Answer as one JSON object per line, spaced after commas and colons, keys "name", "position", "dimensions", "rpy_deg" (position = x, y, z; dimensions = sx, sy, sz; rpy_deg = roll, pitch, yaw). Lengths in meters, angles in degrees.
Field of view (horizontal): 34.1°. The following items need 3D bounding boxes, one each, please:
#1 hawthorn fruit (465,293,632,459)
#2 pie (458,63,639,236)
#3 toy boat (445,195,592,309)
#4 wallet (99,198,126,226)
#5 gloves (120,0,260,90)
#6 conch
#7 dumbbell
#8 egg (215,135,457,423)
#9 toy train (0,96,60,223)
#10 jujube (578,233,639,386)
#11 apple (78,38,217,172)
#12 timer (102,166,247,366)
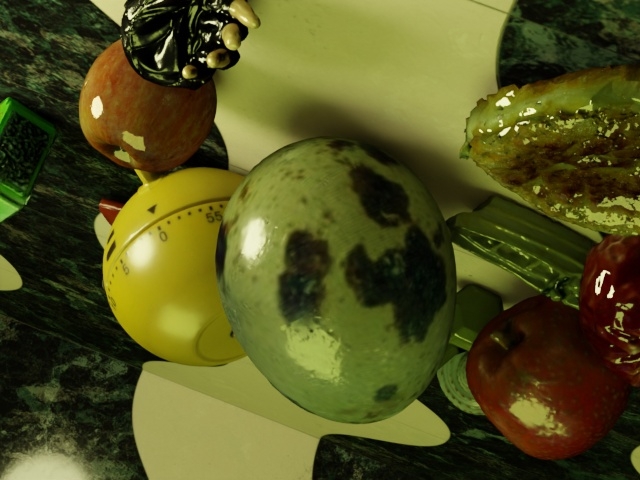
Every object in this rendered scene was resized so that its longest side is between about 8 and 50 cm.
{"name": "hawthorn fruit", "position": [0.374, 0.218, 1.729], "dimensions": [0.300, 0.275, 0.275], "rpy_deg": [35, 156, -29]}
{"name": "pie", "position": [0.327, -0.104, 1.226], "dimensions": [0.288, 0.102, 0.355], "rpy_deg": [26, 158, -26]}
{"name": "toy boat", "position": [0.317, 0.016, 1.560], "dimensions": [0.276, 0.084, 0.111], "rpy_deg": [28, 161, -7]}
{"name": "wallet", "position": [-0.340, -0.029, 2.141], "dimensions": [0.204, 0.045, 0.142], "rpy_deg": [14, 160, 23]}
{"name": "gloves", "position": [-0.153, -0.257, 1.287], "dimensions": [0.203, 0.124, 0.164], "rpy_deg": [2, 132, 27]}
{"name": "conch", "position": [0.331, 0.295, 2.123], "dimensions": [0.172, 0.131, 0.200], "rpy_deg": [-20, 147, 21]}
{"name": "dumbbell", "position": [0.243, 0.171, 1.964], "dimensions": [0.121, 0.108, 0.302], "rpy_deg": [25, 159, -8]}
{"name": "egg", "position": [0.026, 0.062, 1.511], "dimensions": [0.345, 0.427, 0.345], "rpy_deg": [-9, -168, 2]}
{"name": "toy train", "position": [-0.576, -0.135, 1.860], "dimensions": [0.132, 0.243, 0.188], "rpy_deg": [35, 141, -29]}
{"name": "jujube", "position": [0.460, 0.085, 1.418], "dimensions": [0.213, 0.213, 0.232], "rpy_deg": [12, 152, 25]}
{"name": "apple", "position": [-0.246, -0.190, 1.476], "dimensions": [0.188, 0.173, 0.188], "rpy_deg": [22, 159, 9]}
{"name": "timer", "position": [-0.217, 0.017, 1.793], "dimensions": [0.387, 0.376, 0.376], "rpy_deg": [61, -178, 34]}
